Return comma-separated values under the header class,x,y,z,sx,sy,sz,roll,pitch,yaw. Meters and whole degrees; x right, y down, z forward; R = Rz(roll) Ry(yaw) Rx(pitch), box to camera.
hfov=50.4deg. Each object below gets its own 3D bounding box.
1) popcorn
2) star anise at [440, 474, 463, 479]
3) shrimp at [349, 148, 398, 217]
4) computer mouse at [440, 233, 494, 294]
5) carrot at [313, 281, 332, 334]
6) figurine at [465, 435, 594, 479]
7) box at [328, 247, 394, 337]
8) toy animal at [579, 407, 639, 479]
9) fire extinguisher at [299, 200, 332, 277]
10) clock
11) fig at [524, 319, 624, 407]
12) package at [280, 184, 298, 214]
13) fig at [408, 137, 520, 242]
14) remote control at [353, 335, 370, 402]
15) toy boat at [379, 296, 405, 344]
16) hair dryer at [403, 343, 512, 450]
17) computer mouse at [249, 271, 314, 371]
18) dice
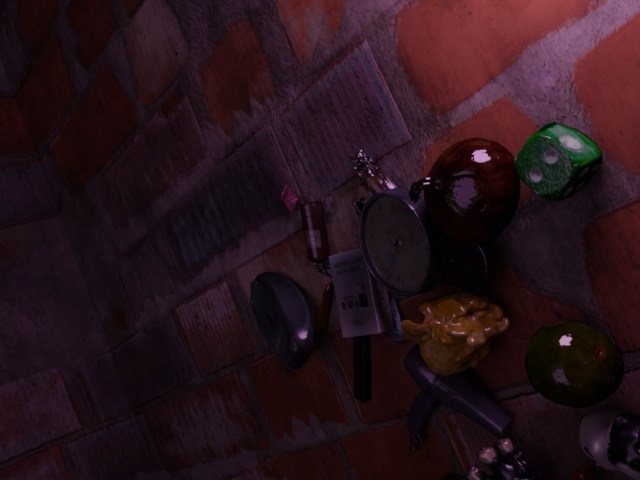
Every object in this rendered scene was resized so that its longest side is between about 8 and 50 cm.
class,x,y,z,sx,sy,sz,roll,pitch,yaw
popcorn,0.323,0.225,1.653,0.253,0.191,0.190,-16,90,47
star anise,0.313,0.768,1.869,0.237,0.148,0.347,33,124,8
shrimp,0.154,-0.101,1.828,0.289,0.075,0.178,49,135,7
computer mouse,0.331,0.039,1.659,0.269,0.086,0.138,17,118,52
carrot,0.010,0.205,2.080,0.037,0.037,0.190,32,122,35
figurine,0.511,0.650,1.585,0.411,0.241,0.307,17,105,53
box,0.113,0.147,1.915,0.155,0.067,0.243,-14,83,49
toy animal,0.641,0.430,1.429,0.179,0.166,0.138,-10,51,55
fire extinguisher,0.000,0.000,2.006,0.099,0.071,0.231,-5,98,38
clock,0.198,0.008,1.710,0.280,0.055,0.281,27,125,47
fig,0.532,0.269,1.475,0.196,0.195,0.245,65,167,9
package,-0.096,-0.126,2.097,0.083,0.029,0.059,52,130,33
fig,0.334,-0.113,1.523,0.234,0.214,0.235,-18,63,39
remote control,0.120,0.362,2.023,0.063,0.025,0.246,13,110,47
toy boat,0.203,0.224,1.890,0.096,0.034,0.122,25,118,37
hair dryer,0.321,0.465,1.817,0.301,0.121,0.361,39,136,21
computer mouse,-0.113,0.250,2.161,0.374,0.114,0.203,55,138,41
dice,0.493,-0.163,1.412,0.131,0.128,0.120,46,132,25
